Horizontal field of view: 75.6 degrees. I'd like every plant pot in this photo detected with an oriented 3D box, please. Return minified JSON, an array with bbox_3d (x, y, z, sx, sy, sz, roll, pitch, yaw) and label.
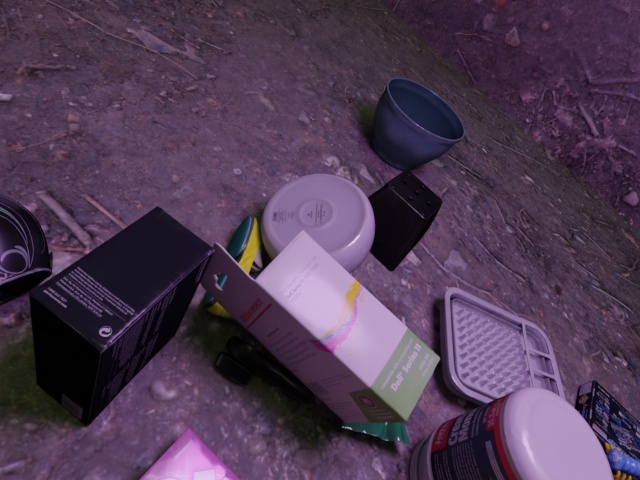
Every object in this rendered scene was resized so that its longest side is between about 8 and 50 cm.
[{"bbox_3d":[0.201,-0.071,1.075,0.188,0.167,0.187,44,43,8],"label":"plant pot"},{"bbox_3d":[0.292,-0.359,1.357,0.293,0.196,0.293,18,46,-19],"label":"plant pot"}]

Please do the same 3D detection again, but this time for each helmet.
[{"bbox_3d":[-0.483,0.008,0.571,0.169,0.169,0.161,-33,92,-45],"label":"helmet"}]

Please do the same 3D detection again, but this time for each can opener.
[{"bbox_3d":[-0.089,0.229,0.723,0.186,0.073,0.059,32,4,-10],"label":"can opener"}]

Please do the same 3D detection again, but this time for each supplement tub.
[{"bbox_3d":[0.293,0.374,0.675,0.191,0.272,0.191,18,46,-20],"label":"supplement tub"}]

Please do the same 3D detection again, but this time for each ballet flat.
[{"bbox_3d":[-0.156,0.055,0.814,0.077,0.077,0.231,39,44,-25],"label":"ballet flat"}]

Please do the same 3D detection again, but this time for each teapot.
[{"bbox_3d":[0.000,0.000,0.883,0.252,0.187,0.256,36,67,27],"label":"teapot"}]

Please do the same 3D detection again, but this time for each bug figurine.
[{"bbox_3d":[0.689,0.582,0.857,0.216,0.072,0.279,21,55,-9],"label":"bug figurine"}]

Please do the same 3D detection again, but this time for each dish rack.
[{"bbox_3d":[0.417,0.284,0.980,0.332,0.072,0.285,26,45,-12],"label":"dish rack"}]

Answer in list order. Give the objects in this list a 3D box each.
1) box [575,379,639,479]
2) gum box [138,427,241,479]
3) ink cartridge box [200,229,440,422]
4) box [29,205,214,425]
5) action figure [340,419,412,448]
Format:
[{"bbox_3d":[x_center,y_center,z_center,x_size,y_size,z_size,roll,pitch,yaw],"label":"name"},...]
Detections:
[{"bbox_3d":[0.740,0.490,1.026,0.220,0.051,0.175,45,44,8],"label":"box"},{"bbox_3d":[-0.205,0.356,0.523,0.107,0.062,0.188,42,43,6],"label":"gum box"},{"bbox_3d":[-0.017,0.124,0.659,0.353,0.207,0.119,43,58,0],"label":"ink cartridge box"},{"bbox_3d":[-0.265,0.106,0.552,0.103,0.261,0.184,39,43,2],"label":"box"},{"bbox_3d":[0.113,0.267,0.804,0.137,0.063,0.232,23,49,-11],"label":"action figure"}]
